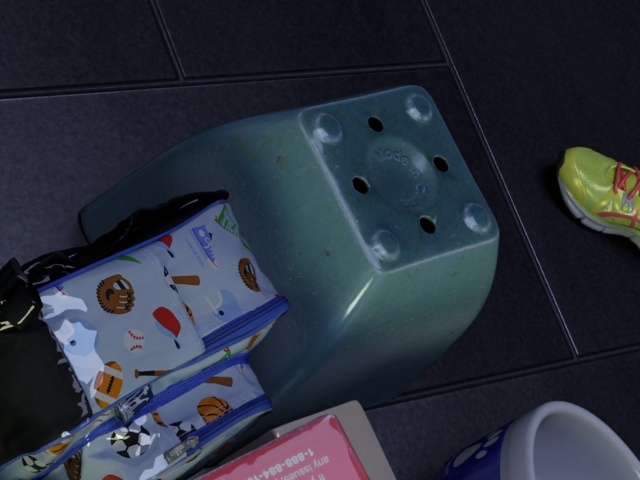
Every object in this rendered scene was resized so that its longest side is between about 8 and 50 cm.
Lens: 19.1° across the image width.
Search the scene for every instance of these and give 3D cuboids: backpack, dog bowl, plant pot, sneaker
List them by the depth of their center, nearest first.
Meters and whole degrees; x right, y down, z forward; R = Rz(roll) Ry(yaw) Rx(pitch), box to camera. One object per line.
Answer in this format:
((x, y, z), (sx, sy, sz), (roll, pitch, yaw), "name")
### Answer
((-0.150, 0.086, 1.381), (0.263, 0.276, 0.213), (-38, 97, -37), "backpack")
((0.000, 0.000, 1.565), (0.247, 0.252, 0.247), (-16, 73, -41), "plant pot")
((0.212, 0.275, 1.596), (0.265, 0.104, 0.265), (41, 32, -32), "dog bowl")
((0.335, -0.043, 1.941), (0.208, 0.094, 0.081), (29, 52, -17), "sneaker")

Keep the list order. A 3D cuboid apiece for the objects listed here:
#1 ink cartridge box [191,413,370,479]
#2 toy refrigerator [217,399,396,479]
((-0.033, 0.360, 1.332), (0.279, 0.160, 0.385), (-24, 79, -21), "ink cartridge box")
((0.027, 0.277, 1.529), (0.102, 0.094, 0.270), (-15, 75, -44), "toy refrigerator")
